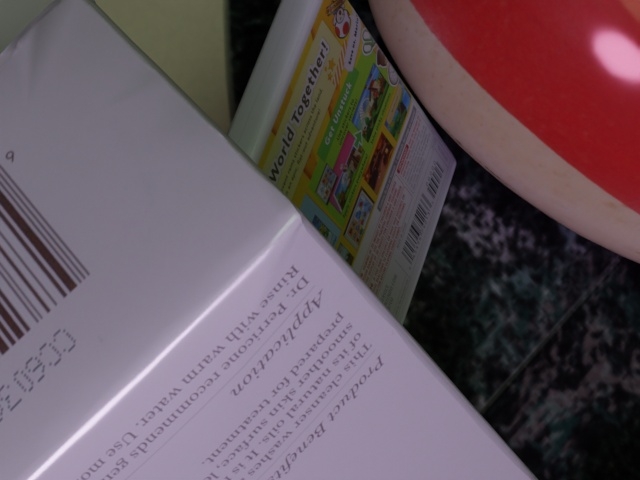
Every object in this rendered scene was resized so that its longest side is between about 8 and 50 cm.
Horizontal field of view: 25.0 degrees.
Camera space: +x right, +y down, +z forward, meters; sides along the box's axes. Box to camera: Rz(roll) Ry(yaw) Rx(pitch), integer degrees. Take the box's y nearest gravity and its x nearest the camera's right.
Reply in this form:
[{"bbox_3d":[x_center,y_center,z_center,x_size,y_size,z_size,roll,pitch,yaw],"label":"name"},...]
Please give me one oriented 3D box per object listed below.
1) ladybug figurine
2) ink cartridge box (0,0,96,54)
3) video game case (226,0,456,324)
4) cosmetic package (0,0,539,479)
[{"bbox_3d":[0.236,-0.140,0.911,0.449,0.162,0.305,20,65,-17],"label":"ladybug figurine"},{"bbox_3d":[-0.216,-0.047,0.644,0.198,0.270,0.197,21,65,29],"label":"ink cartridge box"},{"bbox_3d":[0.000,0.000,0.807,0.206,0.026,0.227,48,57,-52],"label":"video game case"},{"bbox_3d":[-0.046,0.104,0.616,0.217,0.385,0.156,-43,55,-3],"label":"cosmetic package"}]
